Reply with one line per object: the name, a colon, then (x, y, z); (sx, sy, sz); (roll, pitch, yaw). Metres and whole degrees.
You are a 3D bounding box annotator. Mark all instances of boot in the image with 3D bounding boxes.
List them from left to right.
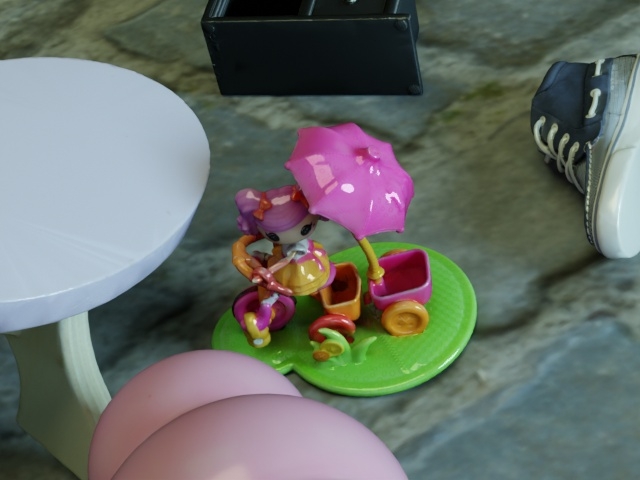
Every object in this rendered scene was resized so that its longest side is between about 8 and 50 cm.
boot: (0.177, -0.055, 1.128); (0.086, 0.069, 0.190); (-1, 37, 23)

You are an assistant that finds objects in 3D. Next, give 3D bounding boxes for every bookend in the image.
bookend: (0.008, -0.186, 1.288); (0.157, 0.072, 0.156); (2, 46, 15)

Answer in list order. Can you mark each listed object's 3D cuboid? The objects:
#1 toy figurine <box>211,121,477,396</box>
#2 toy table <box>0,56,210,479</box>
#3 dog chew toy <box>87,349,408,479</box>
toy figurine: (0.000, 0.000, 1.043); (0.173, 0.159, 0.130); (-9, 44, 6)
toy table: (-0.194, 0.015, 1.028); (0.274, 0.161, 0.252); (-20, 57, -44)
dog chew toy: (-0.025, 0.174, 0.861); (0.207, 0.206, 0.332); (-24, 37, -10)
